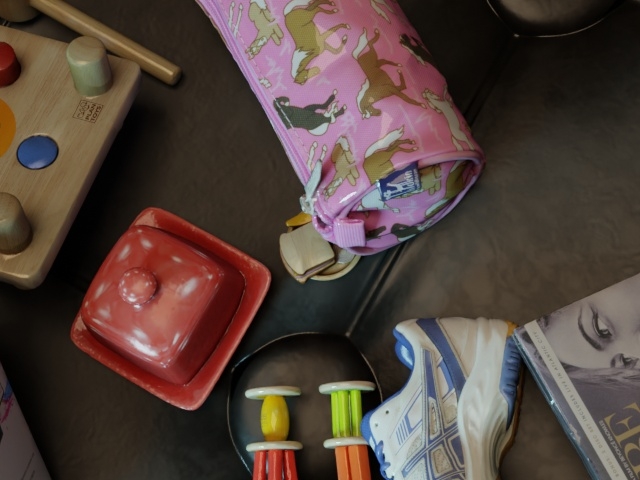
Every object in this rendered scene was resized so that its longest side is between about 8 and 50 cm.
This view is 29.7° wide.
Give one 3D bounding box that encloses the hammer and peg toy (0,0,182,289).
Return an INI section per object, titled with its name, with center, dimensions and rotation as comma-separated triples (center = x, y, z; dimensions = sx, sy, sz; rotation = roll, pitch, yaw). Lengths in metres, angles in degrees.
[hammer and peg toy]
center = -0.305, -0.140, 1.153
dimensions = 0.266, 0.127, 0.361
rotation = 17, 62, 10

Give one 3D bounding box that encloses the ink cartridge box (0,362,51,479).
[ink cartridge box]
center = -0.378, 0.175, 1.061
dimensions = 0.201, 0.117, 0.278
rotation = -14, 111, 7

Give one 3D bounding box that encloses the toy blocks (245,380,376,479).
[toy blocks]
center = -0.006, 0.205, 1.086
dimensions = 0.123, 0.054, 0.148
rotation = -4, 76, 8

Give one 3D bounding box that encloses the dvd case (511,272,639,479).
[dvd case]
center = 0.295, 0.107, 1.030
dimensions = 0.221, 0.018, 0.164
rotation = -22, 72, -18

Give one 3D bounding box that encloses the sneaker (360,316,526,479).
[sneaker]
center = 0.094, 0.200, 1.026
dimensions = 0.131, 0.112, 0.296
rotation = 6, 55, 14

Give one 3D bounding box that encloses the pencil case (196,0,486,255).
[pencil case]
center = -0.002, -0.181, 1.135
dimensions = 0.160, 0.167, 0.386
rotation = -38, 69, 28

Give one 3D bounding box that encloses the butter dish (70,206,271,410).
[butter dish]
center = -0.153, 0.053, 1.121
dimensions = 0.160, 0.118, 0.160
rotation = 28, 83, 17

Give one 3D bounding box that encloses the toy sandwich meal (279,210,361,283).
[toy sandwich meal]
center = 0.000, 0.000, 1.151
dimensions = 0.086, 0.029, 0.085
rotation = -3, 75, 10
